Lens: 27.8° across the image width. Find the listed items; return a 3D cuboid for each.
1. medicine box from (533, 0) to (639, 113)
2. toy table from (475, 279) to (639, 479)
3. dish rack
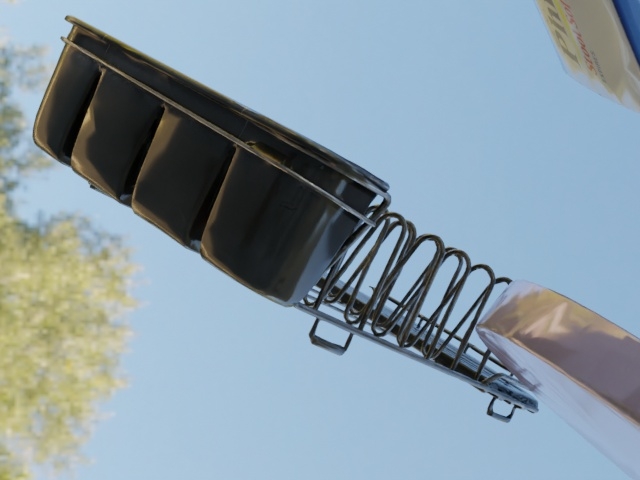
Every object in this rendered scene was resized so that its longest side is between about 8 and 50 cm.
[{"bbox_3d":[0.251,-0.264,0.793,0.289,0.263,0.149,-33,-152,-5],"label":"medicine box"},{"bbox_3d":[0.211,0.055,0.493,0.274,0.252,0.161,40,-94,24],"label":"toy table"},{"bbox_3d":[0.000,0.000,0.640,0.208,0.271,0.074,33,-88,42],"label":"dish rack"}]
